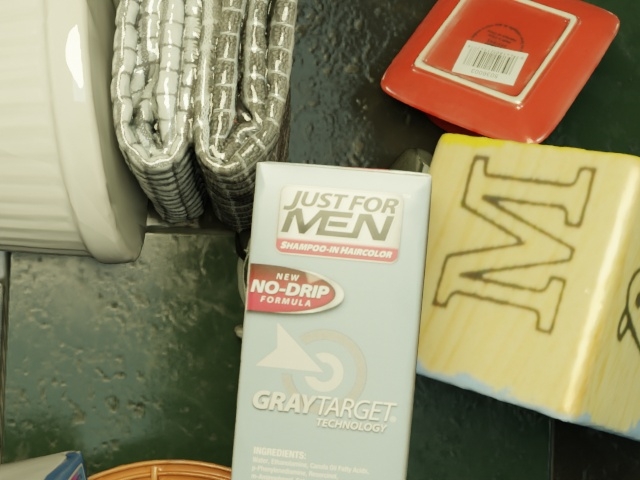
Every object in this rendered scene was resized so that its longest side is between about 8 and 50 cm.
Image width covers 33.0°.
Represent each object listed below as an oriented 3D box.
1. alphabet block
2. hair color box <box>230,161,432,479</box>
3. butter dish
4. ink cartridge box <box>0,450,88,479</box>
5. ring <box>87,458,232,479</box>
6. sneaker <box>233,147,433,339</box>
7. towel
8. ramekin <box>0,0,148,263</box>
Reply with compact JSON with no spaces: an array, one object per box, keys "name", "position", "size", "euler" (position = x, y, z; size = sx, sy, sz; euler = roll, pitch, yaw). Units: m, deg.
[{"name":"alphabet block","position":[0.190,0.040,0.880],"size":[0.192,0.193,0.197],"euler":[21,84,-49]},{"name":"hair color box","position":[0.006,0.137,0.751],"size":[0.114,0.185,0.374],"euler":[5,92,4]},{"name":"butter dish","position":[0.159,-0.137,0.949],"size":[0.160,0.118,0.160],"euler":[26,68,26]},{"name":"ink cartridge box","position":[-0.274,0.381,0.791],"size":[0.270,0.151,0.395],"euler":[-11,94,2]},{"name":"ring","position":[-0.119,0.344,0.872],"size":[0.337,0.032,0.336],"euler":[0,93,1]},{"name":"sneaker","position":[0.000,0.000,0.922],"size":[0.132,0.086,0.228],"euler":[29,84,-9]},{"name":"towel","position":[-0.069,-0.162,0.814],"size":[0.121,0.235,0.283],"euler":[5,82,1]},{"name":"ramekin","position":[-0.208,-0.113,0.787],"size":[0.127,0.273,0.272],"euler":[-4,91,-1]}]
